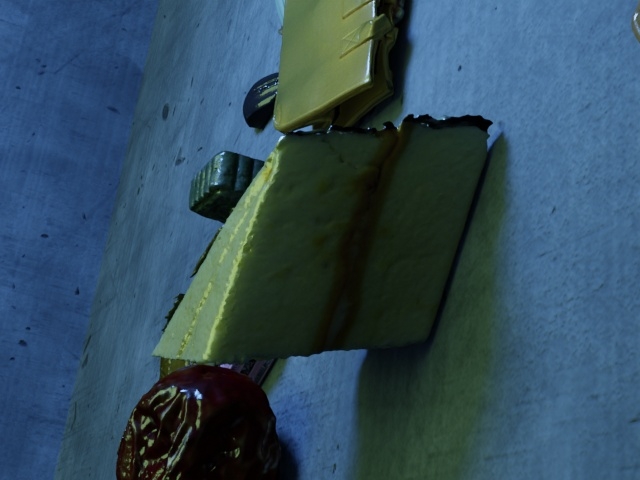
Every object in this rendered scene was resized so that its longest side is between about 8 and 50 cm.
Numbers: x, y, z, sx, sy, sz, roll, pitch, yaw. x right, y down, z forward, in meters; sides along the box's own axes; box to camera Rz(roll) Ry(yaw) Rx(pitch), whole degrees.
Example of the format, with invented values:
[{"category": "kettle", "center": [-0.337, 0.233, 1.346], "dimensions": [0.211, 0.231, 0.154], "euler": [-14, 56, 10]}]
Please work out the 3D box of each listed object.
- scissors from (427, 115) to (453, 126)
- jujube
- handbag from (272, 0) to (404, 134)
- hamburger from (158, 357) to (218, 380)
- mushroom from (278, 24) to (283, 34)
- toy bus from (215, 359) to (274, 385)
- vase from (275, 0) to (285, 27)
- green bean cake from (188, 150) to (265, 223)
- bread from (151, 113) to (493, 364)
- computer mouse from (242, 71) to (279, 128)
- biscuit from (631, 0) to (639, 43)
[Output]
[{"category": "scissors", "center": [0.131, -0.134, 1.526], "dimensions": [0.289, 0.041, 0.138], "euler": [148, 134, -63]}, {"category": "jujube", "center": [-0.208, 0.395, 1.650], "dimensions": [0.276, 0.277, 0.376], "euler": [16, 89, 68]}, {"category": "handbag", "center": [0.049, -0.386, 1.800], "dimensions": [0.283, 0.133, 0.400], "euler": [-31, 46, 52]}, {"category": "hamburger", "center": [-0.262, 0.286, 2.022], "dimensions": [0.265, 0.134, 0.284], "euler": [-43, 34, 47]}, {"category": "mushroom", "center": [-0.068, -0.431, 2.221], "dimensions": [0.068, 0.043, 0.306], "euler": [-33, 37, 21]}, {"category": "toy bus", "center": [-0.130, 0.204, 1.827], "dimensions": [0.203, 0.090, 0.063], "euler": [-61, 25, 29]}, {"category": "vase", "center": [-0.024, -0.455, 2.026], "dimensions": [0.128, 0.128, 0.248], "euler": [-46, 44, 48]}, {"category": "green bean cake", "center": [-0.157, -0.093, 1.986], "dimensions": [0.185, 0.184, 0.094], "euler": [-29, 51, 59]}, {"category": "bread", "center": [0.000, 0.000, 1.356], "dimensions": [0.242, 0.346, 0.404], "euler": [10, 89, 64]}, {"category": "computer mouse", "center": [-0.137, -0.325, 2.269], "dimensions": [0.172, 0.057, 0.099], "euler": [-41, 36, 47]}, {"category": "biscuit", "center": [0.406, -0.297, 1.018], "dimensions": [0.236, 0.040, 0.144], "euler": [-51, 25, 38]}]
